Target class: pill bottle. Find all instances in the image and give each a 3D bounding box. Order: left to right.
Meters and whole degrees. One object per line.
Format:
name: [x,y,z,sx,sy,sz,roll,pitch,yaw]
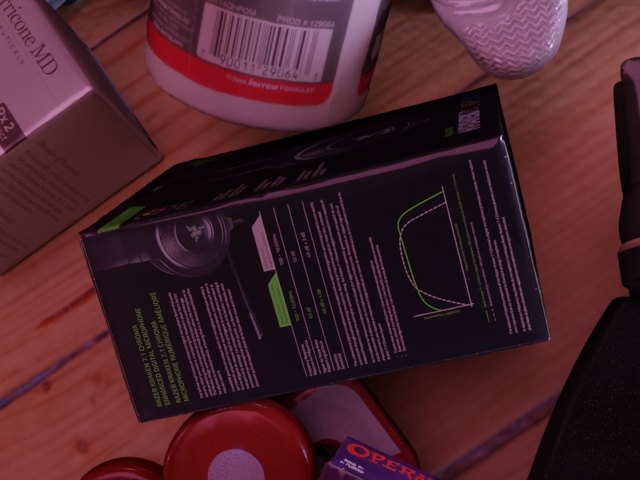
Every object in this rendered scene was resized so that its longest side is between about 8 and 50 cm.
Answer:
pill bottle: [-0.017,-0.251,0.787,0.176,0.176,0.318,29,124,21]

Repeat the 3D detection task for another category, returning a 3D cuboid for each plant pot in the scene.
plant pot: [0.238,0.142,0.727,0.188,0.188,0.166,7,59,17]

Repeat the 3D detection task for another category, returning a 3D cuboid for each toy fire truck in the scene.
toy fire truck: [-0.050,0.243,0.796,0.302,0.169,0.253,-36,91,2]

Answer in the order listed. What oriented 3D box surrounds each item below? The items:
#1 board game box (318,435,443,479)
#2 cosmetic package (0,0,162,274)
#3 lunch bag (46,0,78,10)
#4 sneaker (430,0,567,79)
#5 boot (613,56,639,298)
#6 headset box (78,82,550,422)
board game box: [0.047,0.312,0.690,0.208,0.056,0.346,25,109,15]
cosmetic package: [-0.264,-0.095,0.948,0.184,0.151,0.151,-37,68,1]
lunch bag: [-0.327,-0.293,1.024,0.262,0.160,0.223,-37,67,1]
sneaker: [0.129,-0.208,0.874,0.101,0.153,0.268,-19,59,8]
boot: [0.235,-0.032,0.756,0.077,0.198,0.136,-7,79,16]
headset box: [0.000,0.000,0.783,0.283,0.246,0.131,-13,103,12]
